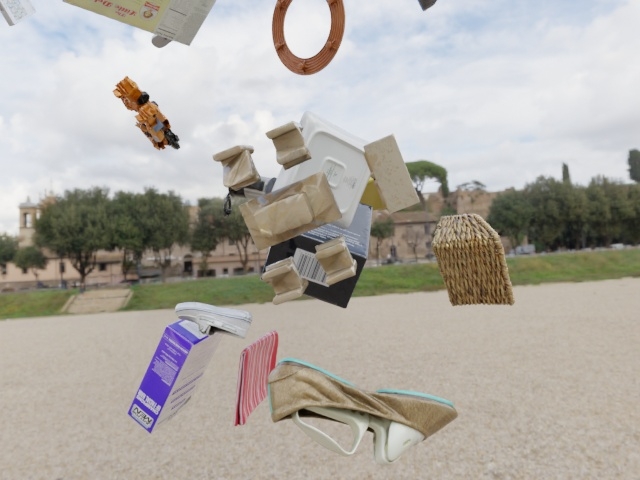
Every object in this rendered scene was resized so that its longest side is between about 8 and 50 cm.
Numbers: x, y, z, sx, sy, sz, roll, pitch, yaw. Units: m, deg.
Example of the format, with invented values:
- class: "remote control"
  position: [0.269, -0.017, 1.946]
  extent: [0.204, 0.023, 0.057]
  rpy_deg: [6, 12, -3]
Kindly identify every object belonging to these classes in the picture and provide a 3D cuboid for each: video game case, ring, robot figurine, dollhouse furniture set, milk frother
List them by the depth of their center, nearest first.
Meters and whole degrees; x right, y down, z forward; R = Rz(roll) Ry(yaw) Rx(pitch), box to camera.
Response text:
- class: "dollhouse furniture set"
  position: [0.014, -0.104, 1.159]
  extent: [0.394, 0.362, 0.256]
  rpy_deg: [-21, 6, 10]
- class: "video game case"
  position: [-0.818, -0.654, 1.265]
  extent: [0.019, 0.143, 0.157]
  rpy_deg: [-14, 37, 4]
- class: "milk frother"
  position: [-0.216, -0.130, 1.452]
  extent: [0.134, 0.143, 0.129]
  rpy_deg: [12, 10, 22]
- class: "robot figurine"
  position: [-0.538, -0.380, 1.514]
  extent: [0.085, 0.211, 0.291]
  rpy_deg: [-41, -6, -11]
- class: "ring"
  position: [-0.055, -0.750, 1.681]
  extent: [0.336, 0.337, 0.032]
  rpy_deg: [-8, 6, 40]

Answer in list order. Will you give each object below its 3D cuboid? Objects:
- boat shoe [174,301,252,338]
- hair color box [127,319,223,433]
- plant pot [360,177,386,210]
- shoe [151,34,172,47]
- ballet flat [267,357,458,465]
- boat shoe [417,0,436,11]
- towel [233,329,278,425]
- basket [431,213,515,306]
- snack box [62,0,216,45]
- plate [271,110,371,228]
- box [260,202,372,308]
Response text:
- class: "boat shoe"
  position: [-0.296, 0.217, 1.294]
  extent: [0.226, 0.076, 0.083]
  rpy_deg: [2, -27, 19]
- class: "hair color box"
  position: [-0.427, 0.385, 1.450]
  extent: [0.110, 0.339, 0.185]
  rpy_deg: [31, 17, 14]
- class: "plant pot"
  position: [0.176, -0.242, 2.010]
  extent: [0.187, 0.212, 0.212]
  rpy_deg: [-25, -36, -26]
- class: "shoe"
  position: [-0.500, -0.728, 1.654]
  extent: [0.178, 0.081, 0.063]
  rpy_deg: [-15, -33, 22]
- class: "ballet flat"
  position: [0.070, 0.298, 0.805]
  extent: [0.342, 0.124, 0.116]
  rpy_deg: [19, -39, -12]
- class: "boat shoe"
  position: [0.357, -0.906, 1.688]
  extent: [0.089, 0.109, 0.258]
  rpy_deg: [-26, -7, 21]
- class: "towel"
  position: [-0.170, 0.365, 1.327]
  extent: [0.031, 0.199, 0.275]
  rpy_deg: [6, 2, 11]
- class: "basket"
  position: [0.535, 0.056, 1.640]
  extent: [0.223, 0.299, 0.213]
  rpy_deg: [-7, 33, 32]
- class: "snack box"
  position: [-0.402, -0.582, 1.109]
  extent: [0.322, 0.060, 0.187]
  rpy_deg: [0, -36, -50]
- class: "plate"
  position: [0.027, -0.201, 1.434]
  extent: [0.278, 0.277, 0.045]
  rpy_deg: [22, 2, -24]
- class: "box"
  position: [0.000, 0.000, 1.641]
  extent: [0.293, 0.212, 0.395]
  rpy_deg: [19, 29, -1]
